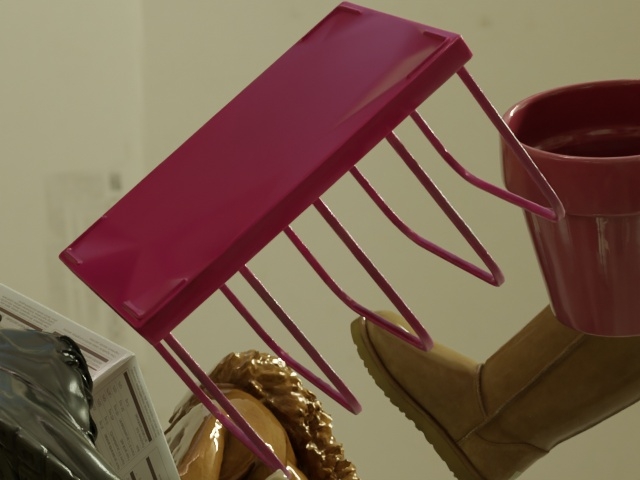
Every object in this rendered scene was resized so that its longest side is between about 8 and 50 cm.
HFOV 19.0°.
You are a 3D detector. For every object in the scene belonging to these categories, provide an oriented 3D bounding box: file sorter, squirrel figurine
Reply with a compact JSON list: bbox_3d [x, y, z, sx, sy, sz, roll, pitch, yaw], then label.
[{"bbox_3d":[0.000,0.000,1.377,0.182,0.291,0.202,51,-9,-24],"label":"file sorter"},{"bbox_3d":[-0.036,0.337,2.194,0.281,0.370,0.397,-43,-169,37],"label":"squirrel figurine"}]

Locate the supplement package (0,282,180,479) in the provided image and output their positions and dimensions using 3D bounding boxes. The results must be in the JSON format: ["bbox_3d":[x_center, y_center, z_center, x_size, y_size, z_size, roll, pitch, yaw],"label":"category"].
[{"bbox_3d":[-0.273,0.170,1.704,0.262,0.145,0.204,24,-38,39],"label":"supplement package"}]

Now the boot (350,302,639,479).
[{"bbox_3d":[0.196,0.091,1.830,0.236,0.269,0.089,50,20,3],"label":"boot"}]

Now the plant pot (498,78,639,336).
[{"bbox_3d":[0.259,-0.024,1.655,0.201,0.201,0.180,-130,-150,-64],"label":"plant pot"}]

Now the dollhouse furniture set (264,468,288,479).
[{"bbox_3d":[-0.014,0.201,1.165,0.091,0.081,0.114,54,-50,34],"label":"dollhouse furniture set"}]

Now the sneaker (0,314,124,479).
[{"bbox_3d":[-0.187,0.113,1.222,0.286,0.130,0.109,33,-50,39],"label":"sneaker"}]
